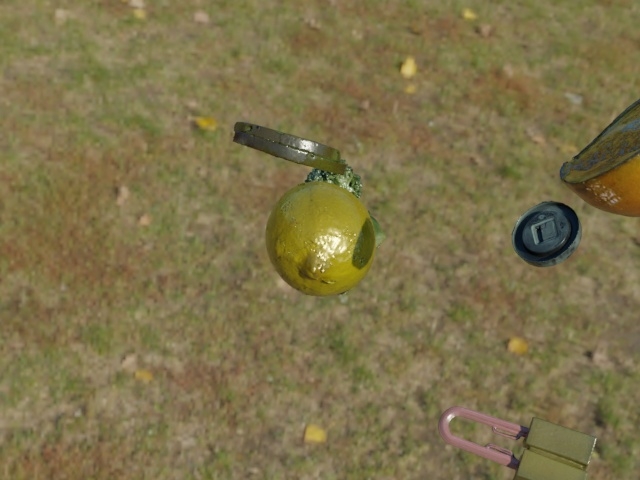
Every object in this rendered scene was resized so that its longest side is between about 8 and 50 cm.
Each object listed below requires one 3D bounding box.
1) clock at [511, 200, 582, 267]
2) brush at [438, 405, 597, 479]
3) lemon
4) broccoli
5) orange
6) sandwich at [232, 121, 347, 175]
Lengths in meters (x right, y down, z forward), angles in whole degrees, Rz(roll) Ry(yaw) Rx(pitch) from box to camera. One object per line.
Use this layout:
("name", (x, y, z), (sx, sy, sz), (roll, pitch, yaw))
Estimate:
("clock", (0.267, -0.007, 1.332), (0.085, 0.017, 0.085), (-19, 51, 25))
("brush", (0.292, 0.310, 1.712), (0.233, 0.047, 0.103), (18, 70, 12))
("lemon", (0.000, 0.000, 1.731), (0.174, 0.173, 0.206), (8, 34, -5))
("broccoli", (0.052, -0.063, 2.058), (0.118, 0.122, 0.204), (-27, 57, -20))
("orange", (0.561, -0.168, 1.929), (0.310, 0.274, 0.274), (-8, 36, -28))
("sandwich", (-0.030, -0.102, 1.257), (0.135, 0.029, 0.067), (16, 3, -13))
